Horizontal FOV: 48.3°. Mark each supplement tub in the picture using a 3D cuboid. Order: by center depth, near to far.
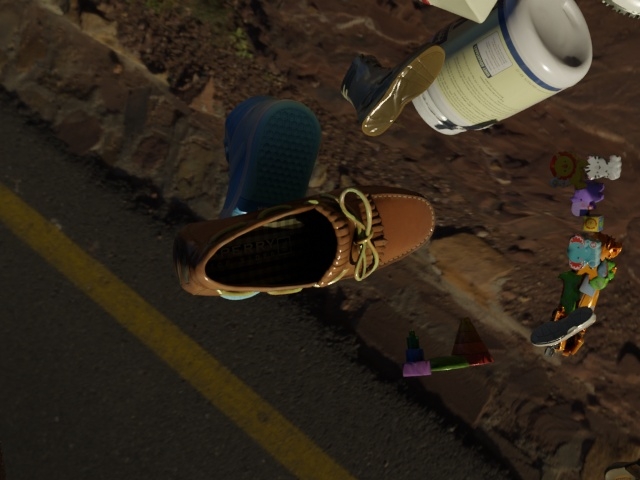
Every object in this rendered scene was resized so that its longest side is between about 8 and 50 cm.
[{"bbox_3d":[0.361,-0.371,1.482,0.324,0.235,0.236,-24,81,50],"label":"supplement tub"}]

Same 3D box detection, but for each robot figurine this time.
[{"bbox_3d":[0.581,0.135,1.604,0.085,0.211,0.291,22,126,18],"label":"robot figurine"}]

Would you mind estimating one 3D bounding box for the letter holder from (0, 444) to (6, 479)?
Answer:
[{"bbox_3d":[-0.420,0.092,0.671,0.151,0.214,0.302,-14,61,-16],"label":"letter holder"}]

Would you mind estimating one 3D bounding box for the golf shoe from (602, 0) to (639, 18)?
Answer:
[{"bbox_3d":[0.477,-0.477,1.146,0.273,0.120,0.105,47,65,-9],"label":"golf shoe"}]

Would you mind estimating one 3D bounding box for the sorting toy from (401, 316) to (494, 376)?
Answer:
[{"bbox_3d":[0.310,0.258,1.774,0.127,0.365,0.126,-12,80,38],"label":"sorting toy"}]

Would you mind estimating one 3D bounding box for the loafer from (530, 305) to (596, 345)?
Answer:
[{"bbox_3d":[0.453,0.166,1.325,0.125,0.039,0.045,-33,47,21],"label":"loafer"}]

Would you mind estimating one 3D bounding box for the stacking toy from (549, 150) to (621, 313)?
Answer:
[{"bbox_3d":[0.377,-0.020,1.026,0.052,0.167,0.221,6,102,38],"label":"stacking toy"}]

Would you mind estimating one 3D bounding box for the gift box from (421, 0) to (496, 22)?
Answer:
[{"bbox_3d":[0.112,-0.444,0.791,0.255,0.258,0.277,28,94,32],"label":"gift box"}]

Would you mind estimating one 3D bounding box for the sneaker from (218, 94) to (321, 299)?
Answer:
[{"bbox_3d":[-0.106,-0.080,1.128,0.319,0.127,0.208,-67,26,14],"label":"sneaker"}]

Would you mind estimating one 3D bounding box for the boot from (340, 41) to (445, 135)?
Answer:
[{"bbox_3d":[0.134,-0.329,1.401,0.213,0.077,0.165,-47,41,21],"label":"boot"}]

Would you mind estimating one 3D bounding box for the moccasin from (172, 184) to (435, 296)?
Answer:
[{"bbox_3d":[0.000,-0.003,0.947,0.147,0.379,0.139,13,105,60],"label":"moccasin"}]

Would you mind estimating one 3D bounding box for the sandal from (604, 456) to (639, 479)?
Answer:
[{"bbox_3d":[0.564,0.416,1.256,0.072,0.049,0.180,59,146,12],"label":"sandal"}]
